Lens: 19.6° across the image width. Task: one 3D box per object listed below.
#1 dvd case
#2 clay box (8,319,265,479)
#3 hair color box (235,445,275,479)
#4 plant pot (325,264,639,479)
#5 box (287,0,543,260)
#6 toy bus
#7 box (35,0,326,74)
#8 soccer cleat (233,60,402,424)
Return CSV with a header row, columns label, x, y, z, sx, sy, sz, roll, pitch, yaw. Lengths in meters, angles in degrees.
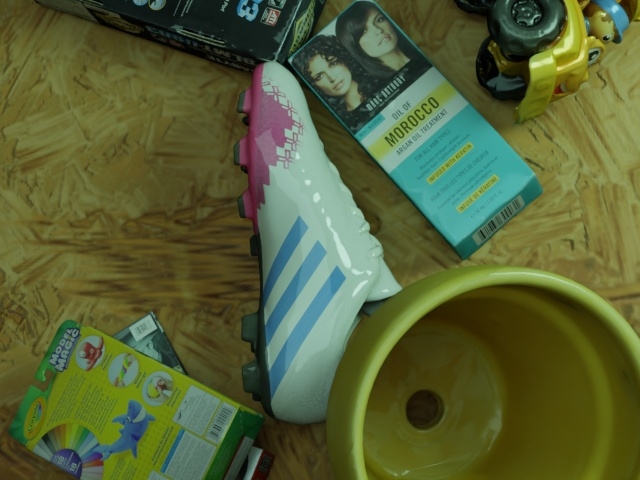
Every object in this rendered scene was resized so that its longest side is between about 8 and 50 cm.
label,x,y,z,sx,sy,sz,roll,pitch,yaw
dvd case,-0.164,0.138,1.722,0.087,0.013,0.119,-33,72,4
clay box,-0.169,0.166,1.664,0.222,0.053,0.127,24,86,34
hair color box,-0.101,0.244,1.663,0.072,0.043,0.141,17,80,19
plant pot,0.115,0.144,1.505,0.254,0.239,0.254,0,90,-14
box,0.086,-0.106,1.697,0.100,0.060,0.244,-42,71,1
toy bus,0.227,-0.239,1.667,0.211,0.149,0.220,-15,74,-7
box,-0.108,-0.331,1.798,0.293,0.073,0.296,19,80,17
soccer cleat,0.000,0.000,1.674,0.143,0.116,0.331,-4,81,4
